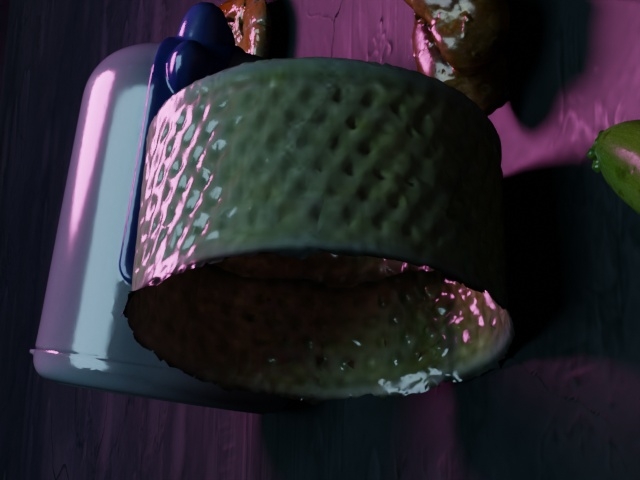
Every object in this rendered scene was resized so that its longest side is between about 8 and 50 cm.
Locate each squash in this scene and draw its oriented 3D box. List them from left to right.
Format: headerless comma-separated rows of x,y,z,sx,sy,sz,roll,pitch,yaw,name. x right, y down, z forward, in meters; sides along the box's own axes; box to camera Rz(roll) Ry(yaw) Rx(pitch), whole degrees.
0.205,-0.028,0.812,0.201,0.066,0.066,-139,61,-64,squash

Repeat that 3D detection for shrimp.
-0.090,-0.223,1.603,0.115,0.051,0.217,-67,25,13,shrimp

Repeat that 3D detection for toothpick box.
-0.119,-0.032,1.346,0.263,0.263,0.354,173,106,-66,toothpick box

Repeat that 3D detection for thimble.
0.000,0.000,1.028,0.271,0.271,0.150,138,139,-56,thimble

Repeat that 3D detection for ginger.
0.093,-0.168,1.091,0.103,0.073,0.162,81,177,-46,ginger
